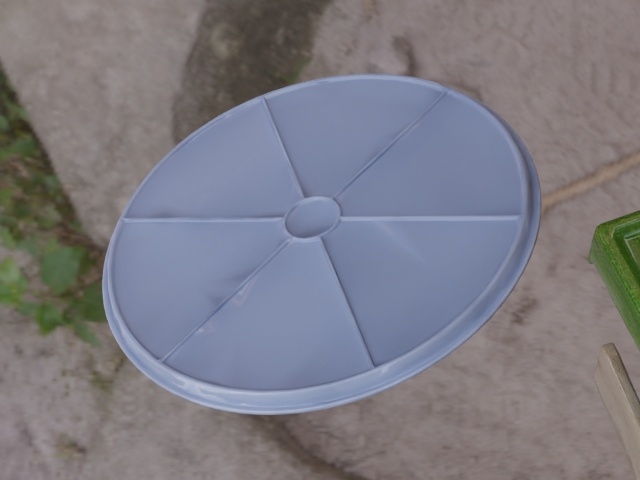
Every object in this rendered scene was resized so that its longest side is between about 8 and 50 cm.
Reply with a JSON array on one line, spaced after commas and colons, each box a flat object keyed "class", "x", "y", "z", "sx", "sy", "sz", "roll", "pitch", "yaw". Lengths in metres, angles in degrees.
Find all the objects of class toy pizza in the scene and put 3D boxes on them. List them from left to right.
[{"class": "toy pizza", "x": 0.000, "y": 0.000, "z": 0.624, "sx": 0.201, "sy": 0.032, "sz": 0.201, "roll": -11, "pitch": 45, "yaw": 11}]

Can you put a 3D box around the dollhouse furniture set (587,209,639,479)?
[{"class": "dollhouse furniture set", "x": 0.317, "y": 0.048, "z": 0.794, "sx": 0.301, "sy": 0.198, "sz": 0.151, "roll": -19, "pitch": 63, "yaw": -3}]
